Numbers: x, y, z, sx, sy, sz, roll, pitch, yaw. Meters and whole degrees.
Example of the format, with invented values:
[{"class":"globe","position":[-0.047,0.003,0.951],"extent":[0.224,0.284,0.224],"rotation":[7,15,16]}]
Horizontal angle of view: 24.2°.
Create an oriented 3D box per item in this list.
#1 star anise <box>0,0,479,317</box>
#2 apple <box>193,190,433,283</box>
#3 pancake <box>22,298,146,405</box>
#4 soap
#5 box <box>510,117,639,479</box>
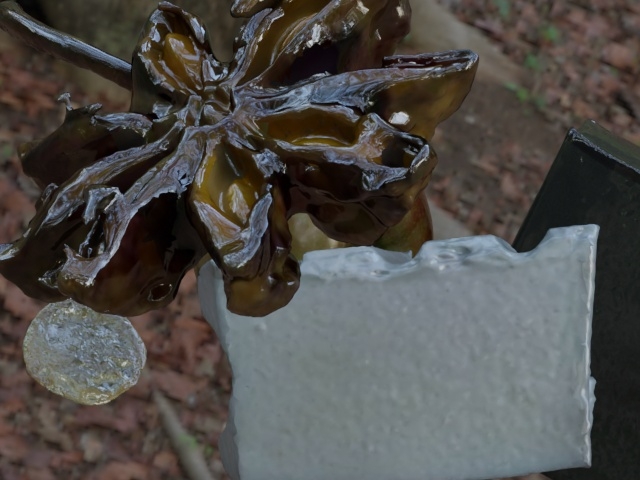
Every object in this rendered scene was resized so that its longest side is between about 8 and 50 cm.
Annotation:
[{"class":"star anise","position":[-0.036,-0.053,0.533],"extent":[0.177,0.073,0.234],"rotation":[-21,43,5]},{"class":"apple","position":[0.000,0.000,1.542],"extent":[0.257,0.257,0.234],"rotation":[-7,15,-38]},{"class":"pancake","position":[-0.278,0.129,1.745],"extent":[0.151,0.025,0.151],"rotation":[15,47,-17]},{"class":"soap","position":[0.071,0.077,1.026],"extent":[0.258,0.159,0.302],"rotation":[-8,-1,10]},{"class":"box","position":[0.314,0.076,1.618],"extent":[0.251,0.345,0.204],"rotation":[28,16,10]}]
